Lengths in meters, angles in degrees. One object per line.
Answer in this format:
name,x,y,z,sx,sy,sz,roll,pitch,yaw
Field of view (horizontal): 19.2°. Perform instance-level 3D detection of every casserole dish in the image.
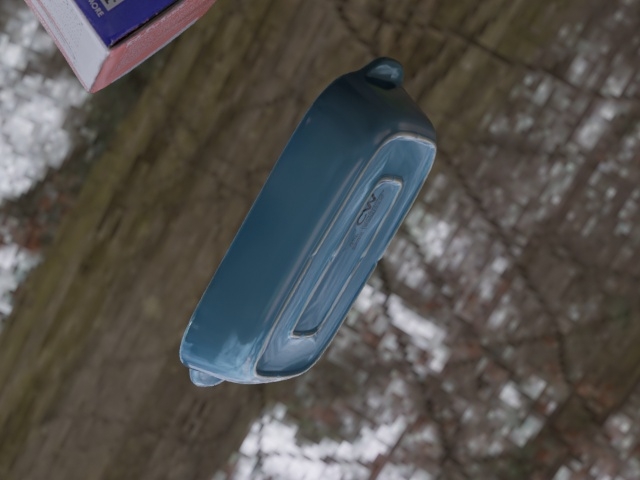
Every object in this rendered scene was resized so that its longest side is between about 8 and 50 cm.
casserole dish,0.000,0.000,0.923,0.037,0.188,0.114,33,-169,21

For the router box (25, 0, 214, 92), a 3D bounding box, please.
router box,-0.164,-0.232,0.843,0.335,0.082,0.301,55,174,-6
